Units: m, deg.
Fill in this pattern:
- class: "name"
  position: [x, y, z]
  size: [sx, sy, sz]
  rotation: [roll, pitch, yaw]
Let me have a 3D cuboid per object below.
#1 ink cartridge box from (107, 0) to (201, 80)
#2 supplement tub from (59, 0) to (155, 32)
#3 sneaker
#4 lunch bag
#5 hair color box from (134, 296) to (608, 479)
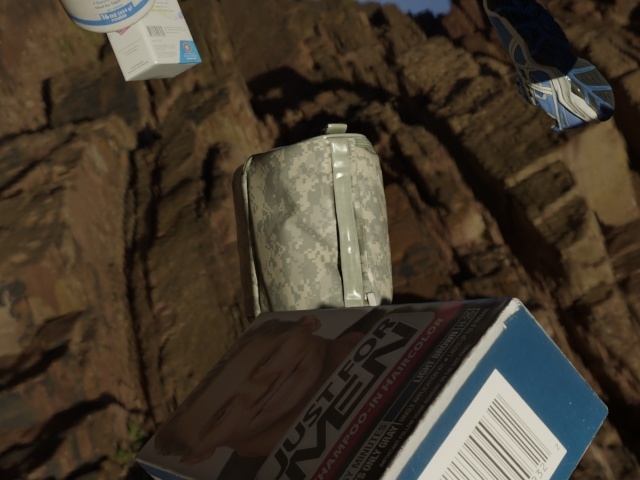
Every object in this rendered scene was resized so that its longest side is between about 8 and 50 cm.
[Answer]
- class: "ink cartridge box"
  position: [-0.199, -0.248, 1.029]
  size: [0.088, 0.052, 0.123]
  rotation: [-22, 91, -60]
- class: "supplement tub"
  position: [-0.151, -0.193, 0.586]
  size: [0.107, 0.071, 0.071]
  rotation: [71, -2, -63]
- class: "sneaker"
  position: [0.260, -0.211, 1.092]
  size: [0.211, 0.080, 0.081]
  rotation: [48, -38, -13]
- class: "lunch bag"
  position: [0.000, 0.000, 1.355]
  size: [0.256, 0.212, 0.305]
  rotation: [159, -74, -72]
- class: "hair color box"
  position: [0.009, 0.140, 0.641]
  size: [0.105, 0.174, 0.347]
  rotation: [49, -26, -15]
